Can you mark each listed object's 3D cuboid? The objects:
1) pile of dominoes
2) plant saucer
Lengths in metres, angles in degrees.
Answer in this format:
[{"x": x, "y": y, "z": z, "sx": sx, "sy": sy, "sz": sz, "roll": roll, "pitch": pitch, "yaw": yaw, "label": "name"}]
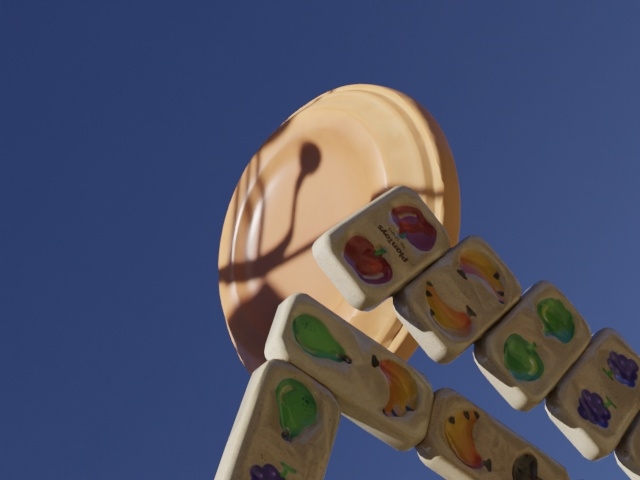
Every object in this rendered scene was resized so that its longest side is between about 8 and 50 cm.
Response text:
[{"x": 0.092, "y": 0.087, "z": 0.463, "sx": 0.251, "sy": 0.196, "sz": 0.040, "roll": 35, "pitch": -48, "yaw": -16, "label": "pile of dominoes"}, {"x": 0.000, "y": 0.000, "z": 0.877, "sx": 0.037, "sy": 0.200, "sz": 0.200, "roll": 17, "pitch": -70, "yaw": -39, "label": "plant saucer"}]
